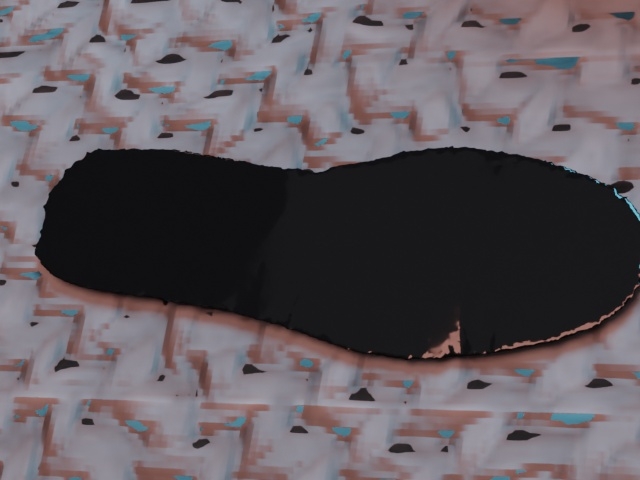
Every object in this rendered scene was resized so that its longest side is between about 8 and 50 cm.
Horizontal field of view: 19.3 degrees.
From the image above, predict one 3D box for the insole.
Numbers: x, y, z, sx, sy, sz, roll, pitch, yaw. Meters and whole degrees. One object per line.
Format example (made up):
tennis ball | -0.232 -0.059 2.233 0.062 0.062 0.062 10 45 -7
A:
insole | 0.000 0.000 0.528 0.188 0.004 0.064 6 67 26
